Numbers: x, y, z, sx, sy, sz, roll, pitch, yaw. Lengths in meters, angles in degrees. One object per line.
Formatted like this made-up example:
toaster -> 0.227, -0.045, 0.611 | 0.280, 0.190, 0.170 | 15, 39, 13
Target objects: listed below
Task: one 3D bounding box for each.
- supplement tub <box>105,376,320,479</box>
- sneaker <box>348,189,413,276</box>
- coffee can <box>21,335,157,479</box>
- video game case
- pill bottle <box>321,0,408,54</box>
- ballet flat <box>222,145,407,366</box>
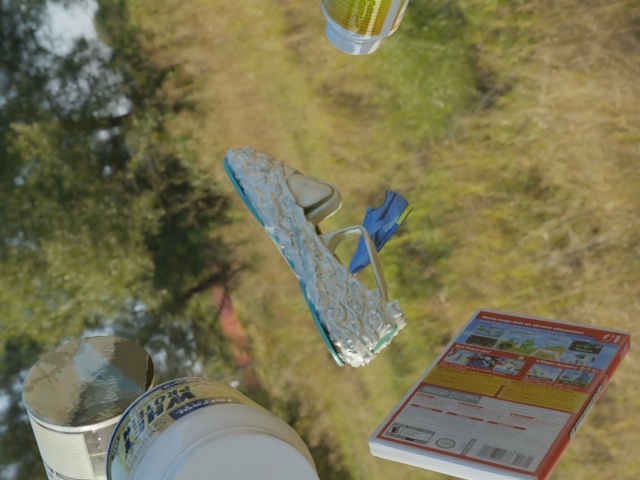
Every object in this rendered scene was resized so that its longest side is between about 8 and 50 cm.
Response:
supplement tub -> -0.134, 0.302, 1.376 | 0.316, 0.228, 0.228 | 6, 116, 71
sneaker -> 0.113, -0.017, 2.430 | 0.082, 0.209, 0.069 | 37, 177, 2
coffee can -> -0.338, 0.318, 1.739 | 0.201, 0.201, 0.275 | -117, 17, -52
video game case -> 0.212, 0.174, 1.279 | 0.204, 0.285, 0.025 | 8, 123, 34
pill bottle -> 0.069, -0.355, 1.504 | 0.215, 0.117, 0.117 | 110, 144, -53
ballet flat -> 0.000, 0.000, 1.622 | 0.409, 0.147, 0.147 | 59, 169, 27
